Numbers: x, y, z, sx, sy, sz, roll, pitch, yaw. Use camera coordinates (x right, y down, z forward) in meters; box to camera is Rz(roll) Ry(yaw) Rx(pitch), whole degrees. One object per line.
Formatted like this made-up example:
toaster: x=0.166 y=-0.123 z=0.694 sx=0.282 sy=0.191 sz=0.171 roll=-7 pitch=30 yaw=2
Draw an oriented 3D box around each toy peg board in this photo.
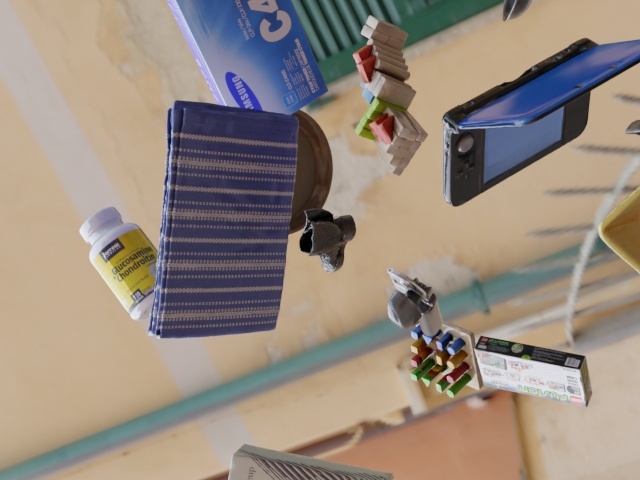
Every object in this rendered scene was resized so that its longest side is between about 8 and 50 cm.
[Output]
toy peg board: x=0.263 y=0.260 z=2.559 sx=0.079 sy=0.161 sz=0.161 roll=-38 pitch=-49 yaw=-31

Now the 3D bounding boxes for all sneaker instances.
sneaker: x=0.001 y=0.002 z=1.846 sx=0.170 sy=0.089 sz=0.051 roll=115 pitch=138 yaw=-54

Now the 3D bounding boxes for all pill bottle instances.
pill bottle: x=-0.324 y=0.036 z=1.955 sx=0.184 sy=0.103 sz=0.103 roll=51 pitch=-164 yaw=10

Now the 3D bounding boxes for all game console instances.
game console: x=0.335 y=-0.166 z=1.662 sx=0.173 sy=0.293 sz=0.250 roll=41 pitch=150 yaw=38

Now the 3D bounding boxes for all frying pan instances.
frying pan: x=0.417 y=-0.577 z=2.373 sx=0.326 sy=0.053 sz=0.197 roll=-77 pitch=2 yaw=-46

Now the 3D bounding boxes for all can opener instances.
can opener: x=0.153 y=0.122 z=2.010 sx=0.076 sy=0.095 sz=0.283 roll=31 pitch=169 yaw=20

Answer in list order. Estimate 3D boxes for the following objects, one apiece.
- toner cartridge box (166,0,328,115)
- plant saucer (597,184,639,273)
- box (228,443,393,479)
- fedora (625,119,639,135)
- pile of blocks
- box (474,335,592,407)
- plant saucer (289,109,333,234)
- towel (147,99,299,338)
toner cartridge box: x=-0.126 y=-0.338 z=1.761 sx=0.075 sy=0.165 sz=0.348 roll=47 pitch=166 yaw=53
plant saucer: x=0.627 y=-0.026 z=1.651 sx=0.332 sy=0.333 sz=0.081 roll=41 pitch=-150 yaw=-2
box: x=-0.019 y=0.432 z=1.981 sx=0.094 sy=0.275 sz=0.113 roll=-10 pitch=-72 yaw=-81
fedora: x=0.714 y=-0.123 z=2.113 sx=0.334 sy=0.333 sz=0.153 roll=-9 pitch=-70 yaw=-71
pile of blocks: x=0.107 y=-0.304 z=2.334 sx=0.112 sy=0.149 sz=0.362 roll=17 pitch=-128 yaw=-34
box: x=0.396 y=0.244 z=2.161 sx=0.036 sy=0.206 sz=0.114 roll=-58 pitch=-36 yaw=-34
plant saucer: x=-0.089 y=-0.150 z=2.498 sx=0.277 sy=0.041 sz=0.278 roll=-7 pitch=-79 yaw=-40
towel: x=-0.138 y=-0.027 z=1.684 sx=0.243 sy=0.040 sz=0.336 roll=0 pitch=-80 yaw=-45
